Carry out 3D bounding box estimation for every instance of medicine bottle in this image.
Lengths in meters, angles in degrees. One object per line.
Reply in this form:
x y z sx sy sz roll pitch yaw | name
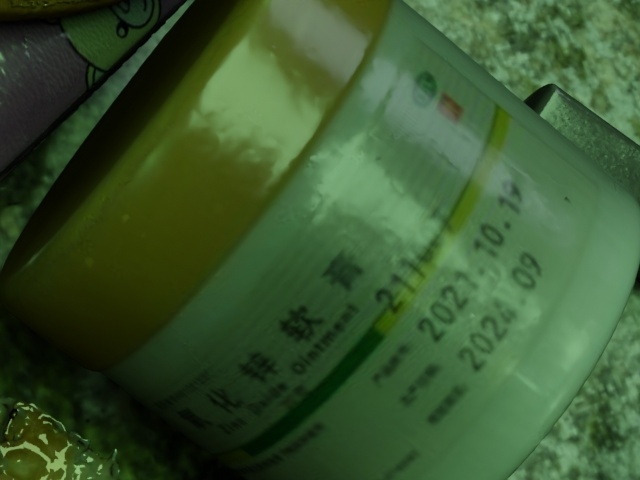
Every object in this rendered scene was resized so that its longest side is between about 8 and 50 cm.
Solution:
0.000 0.000 0.838 0.232 0.238 0.238 38 61 -12 | medicine bottle

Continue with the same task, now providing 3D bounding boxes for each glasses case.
-0.156 -0.128 0.895 0.123 0.076 0.316 44 59 -6 | glasses case
0.194 -0.018 1.060 0.190 0.042 0.072 33 69 -14 | glasses case

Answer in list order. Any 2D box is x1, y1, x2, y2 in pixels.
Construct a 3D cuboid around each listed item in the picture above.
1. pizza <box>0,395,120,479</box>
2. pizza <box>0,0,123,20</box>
-0.163 0.199 0.776 0.323 0.089 0.223 -21 78 -27 | pizza
-0.154 -0.199 0.851 0.201 0.053 0.193 -27 77 -29 | pizza
